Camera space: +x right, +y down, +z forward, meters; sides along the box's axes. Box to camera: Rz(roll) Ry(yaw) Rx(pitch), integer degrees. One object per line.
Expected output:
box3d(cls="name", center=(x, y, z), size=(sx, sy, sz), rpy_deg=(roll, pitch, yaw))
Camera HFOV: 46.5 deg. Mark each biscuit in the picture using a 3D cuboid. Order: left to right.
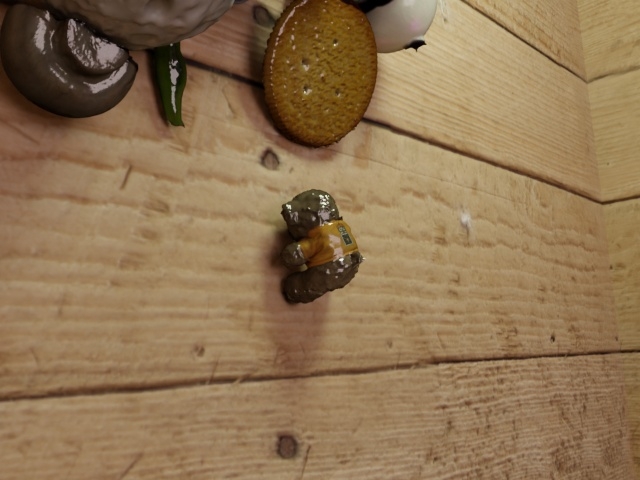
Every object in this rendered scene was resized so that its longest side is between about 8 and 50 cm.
box3d(cls="biscuit", center=(0.002, -0.329, 1.443), size=(0.305, 0.038, 0.305), rpy_deg=(-17, 115, -41))

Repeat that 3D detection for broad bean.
box3d(cls="broad bean", center=(-0.253, -0.328, 1.200), size=(0.060, 0.043, 0.297), rpy_deg=(-14, 91, -40))

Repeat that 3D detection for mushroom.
box3d(cls="mushroom", center=(-0.342, -0.227, 1.001), size=(0.188, 0.141, 0.117), rpy_deg=(21, 88, -43))

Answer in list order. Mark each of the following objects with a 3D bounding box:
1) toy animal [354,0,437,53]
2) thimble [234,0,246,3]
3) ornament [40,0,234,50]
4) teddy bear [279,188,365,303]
box3d(cls="toy animal", center=(0.114, -0.536, 1.556), size=(0.310, 0.251, 0.251), rpy_deg=(31, 58, -34))
box3d(cls="thimble", center=(-0.118, -0.497, 1.250), size=(0.217, 0.245, 0.157), rpy_deg=(-102, 166, -72))
box3d(cls="ornament", center=(-0.241, -0.425, 1.009), size=(0.337, 0.337, 0.337), rpy_deg=(15, 70, -48))
box3d(cls="teddy bear", center=(0.000, 0.000, 1.362), size=(0.177, 0.140, 0.190), rpy_deg=(-26, 93, -47))
